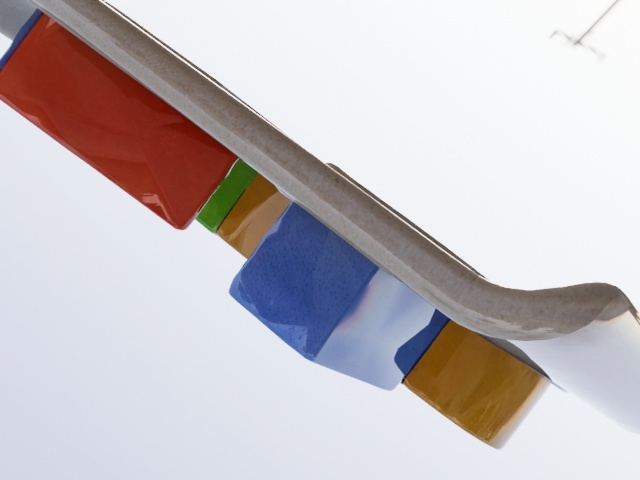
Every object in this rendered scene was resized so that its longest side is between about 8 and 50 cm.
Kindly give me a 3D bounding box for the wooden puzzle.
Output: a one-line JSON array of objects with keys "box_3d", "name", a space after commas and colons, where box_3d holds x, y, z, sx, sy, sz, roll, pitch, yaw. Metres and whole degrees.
[{"box_3d": [0.000, 0.000, 0.584, 0.348, 0.080, 0.322, 32, 180, 27], "name": "wooden puzzle"}]
